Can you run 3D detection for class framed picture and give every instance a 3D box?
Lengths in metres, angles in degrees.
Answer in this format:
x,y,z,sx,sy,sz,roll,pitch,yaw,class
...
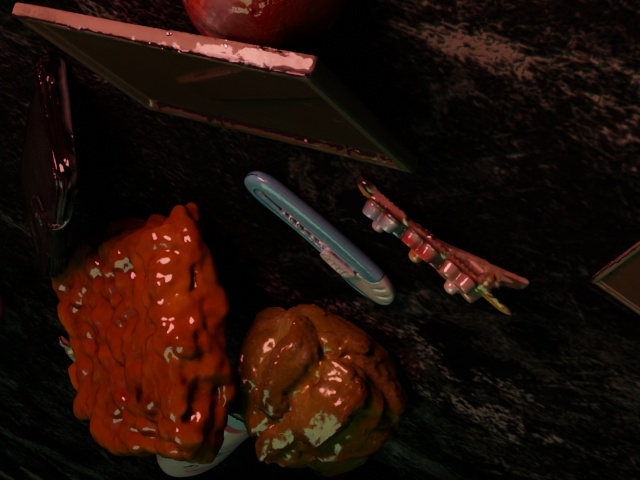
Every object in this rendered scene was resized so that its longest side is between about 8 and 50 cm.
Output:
x,y,z,sx,sy,sz,roll,pitch,yaw,class
0.332,0.039,1.170,0.109,0.011,0.149,34,150,-2,framed picture
-0.097,-0.146,1.200,0.335,0.022,0.247,15,171,29,framed picture

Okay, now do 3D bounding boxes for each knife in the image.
x,y,z,sx,sy,sz,roll,pitch,yaw,class
0.000,0.000,1.413,0.222,0.031,0.064,41,153,-13,knife

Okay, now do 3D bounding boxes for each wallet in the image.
x,y,z,sx,sy,sz,roll,pitch,yaw,class
-0.332,-0.074,1.520,0.045,0.172,0.318,-7,160,-20,wallet

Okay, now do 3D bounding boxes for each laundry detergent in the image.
x,y,z,sx,sy,sz,roll,pitch,yaw,class
-0.146,0.267,1.831,0.088,0.159,0.335,57,153,7,laundry detergent

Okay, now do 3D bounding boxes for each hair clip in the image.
x,y,z,sx,sy,sz,roll,pitch,yaw,class
0.116,0.012,1.297,0.214,0.056,0.062,32,-177,1,hair clip

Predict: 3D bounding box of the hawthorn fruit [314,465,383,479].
x,y,z,sx,sy,sz,roll,pitch,yaw,class
0.056,0.416,1.878,0.148,0.148,0.172,3,156,42,hawthorn fruit

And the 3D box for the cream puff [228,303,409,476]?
x,y,z,sx,sy,sz,roll,pitch,yaw,class
-0.011,0.192,1.584,0.244,0.196,0.244,9,117,18,cream puff

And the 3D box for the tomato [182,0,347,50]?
x,y,z,sx,sy,sz,roll,pitch,yaw,class
-0.073,-0.231,1.071,0.189,0.099,0.173,23,151,20,tomato

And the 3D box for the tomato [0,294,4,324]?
x,y,z,sx,sy,sz,roll,pitch,yaw,class
-0.618,0.104,2.056,0.187,0.151,0.187,29,152,17,tomato

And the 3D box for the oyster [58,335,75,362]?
x,y,z,sx,sy,sz,roll,pitch,yaw,class
-0.368,0.203,2.055,0.166,0.053,0.108,5,115,52,oyster

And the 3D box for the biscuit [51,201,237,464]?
x,y,z,sx,sy,sz,roll,pitch,yaw,class
-0.224,0.122,1.586,0.312,0.110,0.318,-7,91,51,biscuit
